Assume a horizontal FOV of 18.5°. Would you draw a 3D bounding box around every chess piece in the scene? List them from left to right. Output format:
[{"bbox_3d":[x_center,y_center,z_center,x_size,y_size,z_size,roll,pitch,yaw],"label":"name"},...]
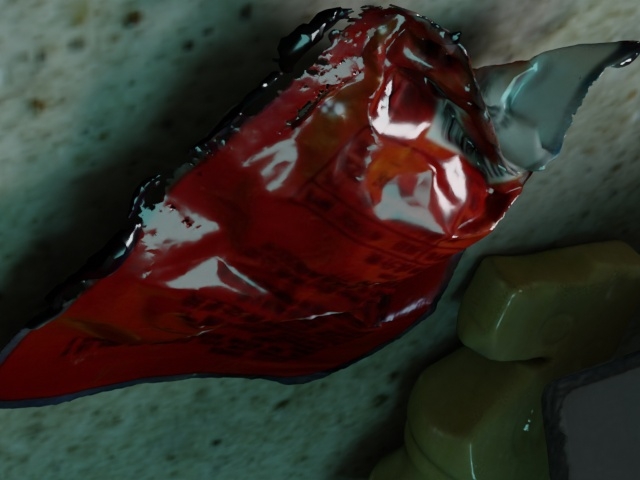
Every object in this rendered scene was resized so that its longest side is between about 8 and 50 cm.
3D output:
[{"bbox_3d":[0.085,0.082,0.938,0.090,0.090,0.200,-2,130,-33],"label":"chess piece"}]

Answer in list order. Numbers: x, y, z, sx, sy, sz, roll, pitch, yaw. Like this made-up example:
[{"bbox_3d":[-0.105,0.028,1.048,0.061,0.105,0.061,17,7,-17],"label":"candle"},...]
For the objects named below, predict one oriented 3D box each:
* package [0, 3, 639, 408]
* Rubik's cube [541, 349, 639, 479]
[{"bbox_3d":[0.000,0.000,0.755,0.194,0.071,0.269,11,136,-37],"label":"package"},{"bbox_3d":[0.296,0.203,0.840,0.304,0.305,0.301,-22,132,19],"label":"Rubik's cube"}]
